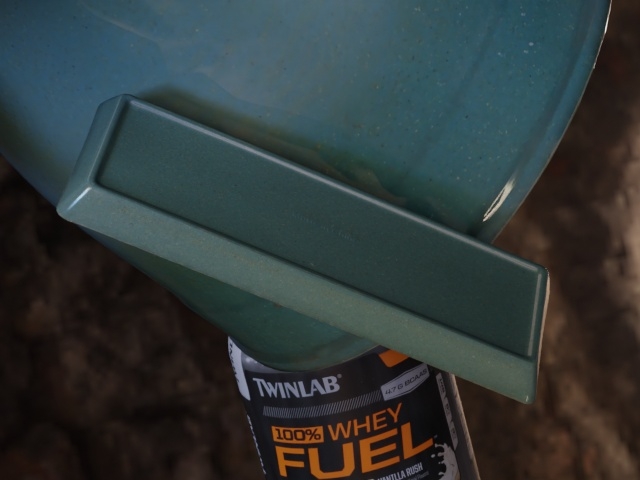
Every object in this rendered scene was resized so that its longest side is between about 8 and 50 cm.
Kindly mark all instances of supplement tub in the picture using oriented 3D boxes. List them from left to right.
[{"bbox_3d":[0.018,0.091,1.089,0.117,0.117,0.190,-58,-45,-64],"label":"supplement tub"}]

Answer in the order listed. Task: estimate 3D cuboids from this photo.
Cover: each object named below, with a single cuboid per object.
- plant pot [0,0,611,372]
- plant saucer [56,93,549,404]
[{"bbox_3d":[-0.056,-0.117,0.875,0.255,0.272,0.271,31,-137,-27],"label":"plant pot"},{"bbox_3d":[0.000,0.000,0.747,0.067,0.192,0.018,-75,11,-46],"label":"plant saucer"}]
